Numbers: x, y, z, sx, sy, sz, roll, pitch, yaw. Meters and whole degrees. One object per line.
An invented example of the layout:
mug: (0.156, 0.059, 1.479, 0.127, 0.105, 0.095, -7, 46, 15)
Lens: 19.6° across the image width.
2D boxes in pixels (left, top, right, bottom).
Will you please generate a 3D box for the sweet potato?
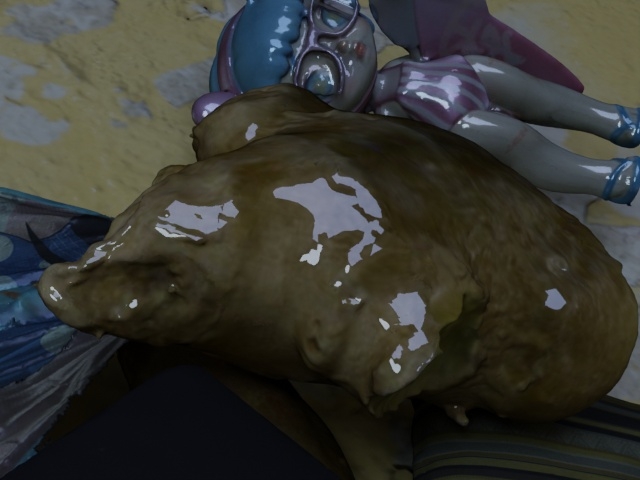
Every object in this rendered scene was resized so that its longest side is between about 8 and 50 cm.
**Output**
sweet potato: (-0.028, 0.109, 0.832, 0.077, 0.077, 0.243, -9, 47, -29)

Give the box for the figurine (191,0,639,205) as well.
figurine: (0.055, -0.057, 1.053, 0.260, 0.103, 0.205, 14, 75, -8)

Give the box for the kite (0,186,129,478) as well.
kite: (-0.214, 0.038, 0.831, 0.369, 0.014, 0.406, -12, 37, -16)

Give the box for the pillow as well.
pillow: (0.139, 0.131, 0.866, 0.208, 0.052, 0.212, 14, 28, -6)

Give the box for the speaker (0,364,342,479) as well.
speaker: (-0.063, 0.207, 0.618, 0.232, 0.184, 0.254, 37, 41, 21)

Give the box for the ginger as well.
ginger: (0.000, 0.000, 0.827, 0.270, 0.123, 0.219, 14, 26, -41)
